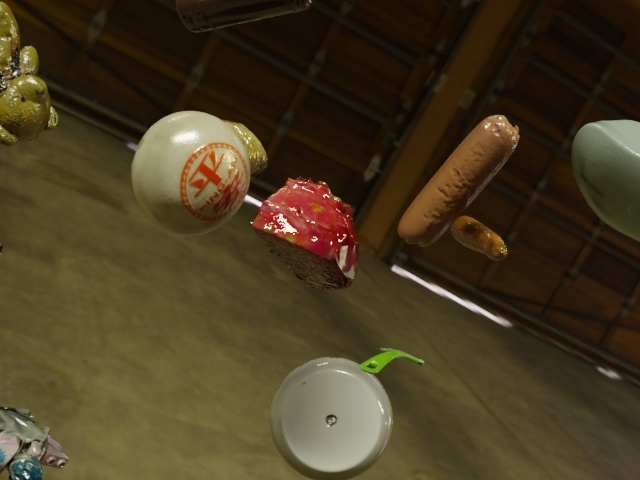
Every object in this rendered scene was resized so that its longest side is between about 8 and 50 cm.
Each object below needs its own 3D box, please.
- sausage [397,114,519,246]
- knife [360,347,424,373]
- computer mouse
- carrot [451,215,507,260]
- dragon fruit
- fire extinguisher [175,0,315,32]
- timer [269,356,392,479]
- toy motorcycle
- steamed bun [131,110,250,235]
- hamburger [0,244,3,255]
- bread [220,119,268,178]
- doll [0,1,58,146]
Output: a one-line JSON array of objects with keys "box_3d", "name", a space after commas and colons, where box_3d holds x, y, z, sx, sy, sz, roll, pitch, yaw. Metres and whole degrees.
[{"box_3d": [0.249, -0.104, 1.436, 0.086, 0.289, 0.086, 31, 22, -14], "name": "sausage"}, {"box_3d": [0.104, 0.187, 1.247, 0.078, 0.022, 0.166, 11, 4, 27], "name": "knife"}, {"box_3d": [0.374, -0.050, 0.895, 0.231, 0.079, 0.128, 44, -22, 37], "name": "computer mouse"}, {"box_3d": [0.304, -0.001, 1.488, 0.059, 0.059, 0.248, 26, 7, -14], "name": "carrot"}, {"box_3d": [0.000, 0.000, 1.405, 0.189, 0.163, 0.261, 46, -5, 34], "name": "dragon fruit"}, {"box_3d": [-0.094, -0.476, 1.448, 0.344, 0.138, 0.102, -5, -16, 23], "name": "fire extinguisher"}, {"box_3d": [0.023, 0.387, 1.730, 0.285, 0.285, 0.285, 28, 9, -5], "name": "timer"}, {"box_3d": [-0.584, 0.427, 1.563, 0.239, 0.108, 0.204, 19, 15, -48], "name": "toy motorcycle"}, {"box_3d": [-0.221, -0.120, 1.445, 0.145, 0.231, 0.232, 11, -6, 44], "name": "steamed bun"}, {"box_3d": [-0.641, 0.023, 1.384, 0.093, 0.189, 0.164, -3, -33, 34], "name": "hamburger"}, {"box_3d": [-0.250, -0.182, 1.819, 0.142, 0.227, 0.253, 59, 21, 2], "name": "bread"}, {"box_3d": [-0.454, -0.248, 1.156, 0.097, 0.209, 0.137, -11, 15, 34], "name": "doll"}]
